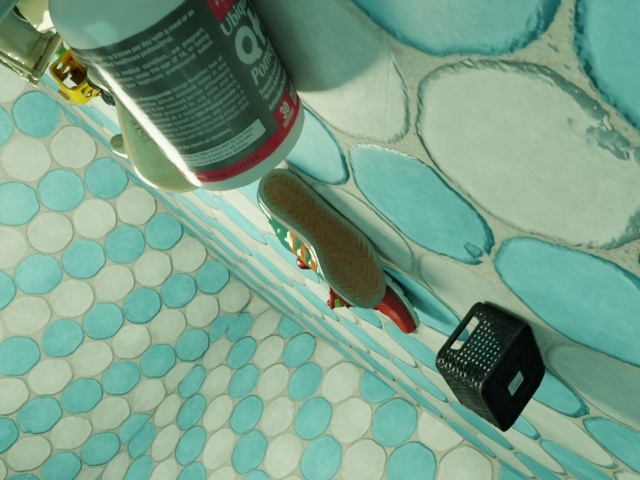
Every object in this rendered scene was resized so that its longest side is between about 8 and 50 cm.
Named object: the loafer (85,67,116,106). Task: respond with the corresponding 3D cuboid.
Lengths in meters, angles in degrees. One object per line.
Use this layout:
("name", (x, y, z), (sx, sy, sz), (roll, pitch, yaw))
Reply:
("loafer", (-0.517, -0.387, 1.273), (0.170, 0.062, 0.061), (41, 129, 30))

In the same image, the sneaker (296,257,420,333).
("sneaker", (0.068, 0.100, 1.042), (0.279, 0.118, 0.107), (40, 167, 5))

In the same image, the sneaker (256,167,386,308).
("sneaker", (0.000, 0.000, 0.964), (0.302, 0.108, 0.121), (49, 167, 1))

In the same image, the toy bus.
("toy bus", (-0.648, -0.416, 1.404), (0.191, 0.104, 0.202), (31, 163, 36))

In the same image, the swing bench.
("swing bench", (-0.706, -0.473, 1.146), (0.253, 0.165, 0.254), (30, 172, -31))

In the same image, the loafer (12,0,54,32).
("loafer", (-0.500, -0.432, 0.973), (0.268, 0.092, 0.102), (26, 160, 47))

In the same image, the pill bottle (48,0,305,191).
("pill bottle", (-0.153, -0.211, 0.541), (0.176, 0.176, 0.319), (30, 163, 38))

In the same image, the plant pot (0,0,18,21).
("plant pot", (-0.592, -0.453, 0.818), (0.247, 0.252, 0.248), (27, 161, 48))

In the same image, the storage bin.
("storage bin", (0.261, 0.194, 0.800), (0.084, 0.122, 0.180), (27, 161, 45))

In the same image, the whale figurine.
("whale figurine", (-0.286, -0.220, 0.953), (0.272, 0.216, 0.141), (56, -157, -29))
